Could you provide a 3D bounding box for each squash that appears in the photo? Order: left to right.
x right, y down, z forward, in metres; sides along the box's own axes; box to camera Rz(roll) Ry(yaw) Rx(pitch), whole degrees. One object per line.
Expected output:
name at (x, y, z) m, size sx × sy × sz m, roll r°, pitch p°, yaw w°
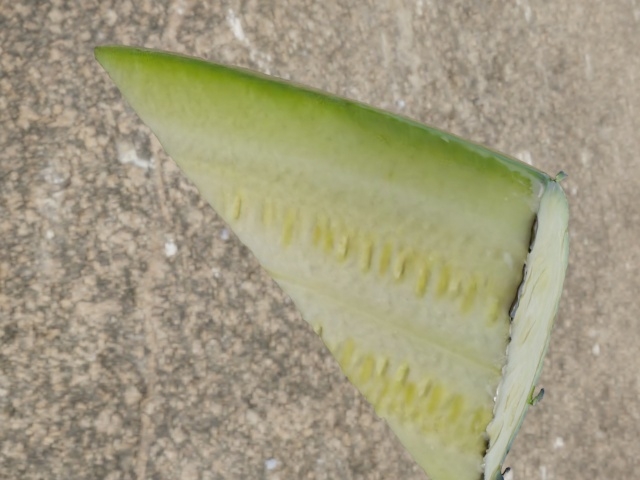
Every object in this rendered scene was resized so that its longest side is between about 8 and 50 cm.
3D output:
squash at (0.000, 0.000, 0.495) m, size 0.111 × 0.288 × 0.203 m, roll -26°, pitch 128°, yaw -55°
